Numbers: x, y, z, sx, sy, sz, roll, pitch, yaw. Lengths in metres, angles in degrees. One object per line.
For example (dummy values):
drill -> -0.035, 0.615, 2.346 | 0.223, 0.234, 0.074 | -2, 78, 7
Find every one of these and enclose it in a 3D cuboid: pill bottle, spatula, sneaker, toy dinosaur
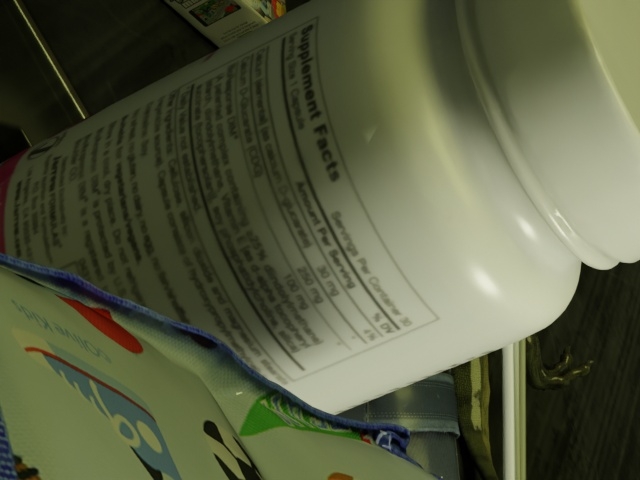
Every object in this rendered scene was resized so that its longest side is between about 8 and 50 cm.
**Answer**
pill bottle -> 0.007, -0.014, 0.785 | 0.160, 0.283, 0.160 | 47, 29, -37
spatula -> 0.104, 0.076, 1.065 | 0.168, 0.019, 0.242 | -39, 130, -80
sneaker -> 0.045, 0.071, 1.025 | 0.226, 0.086, 0.163 | 18, 67, -68
toy dinosaur -> 0.108, 0.049, 1.226 | 0.118, 0.064, 0.268 | 11, 60, -46

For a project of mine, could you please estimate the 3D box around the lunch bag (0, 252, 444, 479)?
lunch bag -> -0.050, 0.206, 0.520 | 0.328, 0.238, 0.386 | 30, 49, -51

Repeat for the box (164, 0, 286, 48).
box -> -0.072, -0.212, 1.125 | 0.114, 0.036, 0.207 | 39, 35, -46
